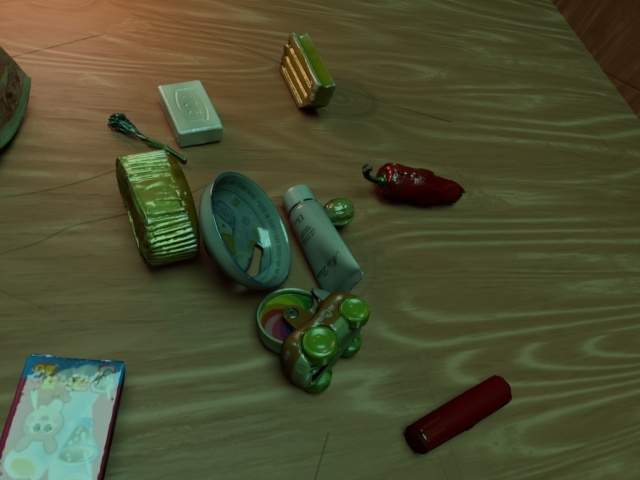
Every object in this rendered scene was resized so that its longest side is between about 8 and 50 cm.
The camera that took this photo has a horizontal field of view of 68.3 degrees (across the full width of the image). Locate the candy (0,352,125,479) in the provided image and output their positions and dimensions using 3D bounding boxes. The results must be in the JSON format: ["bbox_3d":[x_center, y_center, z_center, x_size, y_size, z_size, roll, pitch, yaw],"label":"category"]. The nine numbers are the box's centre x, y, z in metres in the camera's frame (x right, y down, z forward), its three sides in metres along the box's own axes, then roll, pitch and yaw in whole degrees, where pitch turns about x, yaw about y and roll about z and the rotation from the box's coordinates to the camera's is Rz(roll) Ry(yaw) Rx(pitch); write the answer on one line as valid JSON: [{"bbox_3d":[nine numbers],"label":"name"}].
[{"bbox_3d":[-0.425,0.348,0.758,0.157,0.100,0.305,10,54,-17],"label":"candy"}]

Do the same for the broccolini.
[{"bbox_3d":[-0.439,-0.252,1.196,0.218,0.044,0.042,34,37,-4],"label":"broccolini"}]

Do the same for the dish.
[{"bbox_3d":[-0.194,-0.003,1.058,0.273,0.134,0.273,44,32,-37],"label":"dish"}]

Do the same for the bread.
[{"bbox_3d":[-0.346,-0.071,1.018,0.133,0.179,0.250,-18,68,-25],"label":"bread"}]

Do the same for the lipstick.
[{"bbox_3d":[0.309,0.381,1.039,0.280,0.073,0.073,-16,65,-29],"label":"lipstick"}]

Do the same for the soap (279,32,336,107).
[{"bbox_3d":[-0.044,-0.503,1.444,0.073,0.140,0.232,-11,63,-27],"label":"soap"}]

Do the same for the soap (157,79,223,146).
[{"bbox_3d":[-0.350,-0.341,1.267,0.122,0.063,0.183,-17,65,-27],"label":"soap"}]

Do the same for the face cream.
[{"bbox_3d":[0.000,0.000,1.147,0.089,0.143,0.314,-1,52,-41],"label":"face cream"}]

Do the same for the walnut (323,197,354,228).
[{"bbox_3d":[0.045,-0.071,1.227,0.092,0.092,0.092,10,55,-15],"label":"walnut"}]

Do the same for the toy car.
[{"bbox_3d":[-0.028,0.180,1.014,0.235,0.145,0.235,4,44,-4],"label":"toy car"}]

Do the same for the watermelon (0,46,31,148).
[{"bbox_3d":[-0.739,-0.327,1.006,0.250,0.293,0.283,50,47,-23],"label":"watermelon"}]

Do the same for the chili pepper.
[{"bbox_3d":[0.276,-0.162,1.370,0.388,0.110,0.110,5,56,-24],"label":"chili pepper"}]
